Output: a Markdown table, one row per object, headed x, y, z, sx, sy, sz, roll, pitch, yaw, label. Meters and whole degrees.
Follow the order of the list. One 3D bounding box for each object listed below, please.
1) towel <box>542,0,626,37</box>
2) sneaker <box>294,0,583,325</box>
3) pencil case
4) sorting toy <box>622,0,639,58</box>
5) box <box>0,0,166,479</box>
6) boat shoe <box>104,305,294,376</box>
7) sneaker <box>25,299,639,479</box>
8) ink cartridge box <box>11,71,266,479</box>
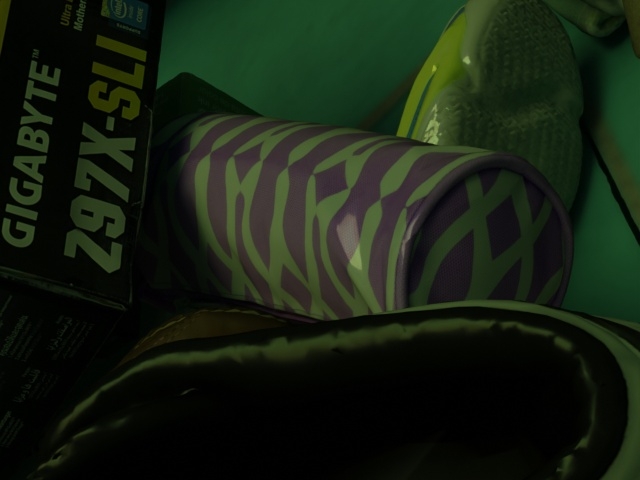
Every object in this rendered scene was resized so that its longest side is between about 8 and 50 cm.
| x | y | z | sx | sy | sz | roll | pitch | yaw | label |
| --- | --- | --- | --- | --- | --- | --- | --- | --- | --- |
| 0.130 | -0.302 | 0.816 | 0.320 | 0.090 | 0.374 | -55 | 40 | 14 | towel |
| 0.034 | 0.004 | 0.738 | 0.126 | 0.091 | 0.240 | -8 | 60 | 50 | sneaker |
| 0.000 | 0.000 | 0.638 | 0.206 | 0.086 | 0.088 | 10 | 70 | 55 | pencil case |
| 0.166 | -0.244 | 0.611 | 0.229 | 0.041 | 0.307 | -27 | 65 | 41 | sorting toy |
| -0.159 | -0.009 | 0.778 | 0.322 | 0.079 | 0.257 | 130 | 152 | -49 | box |
| -0.062 | 0.100 | 0.674 | 0.307 | 0.111 | 0.104 | 114 | 161 | -52 | boat shoe |
| -0.022 | 0.143 | 0.538 | 0.447 | 0.257 | 0.169 | -43 | 37 | 37 | sneaker |
| -0.093 | 0.044 | 0.869 | 0.154 | 0.093 | 0.212 | -28 | 47 | 37 | ink cartridge box |
